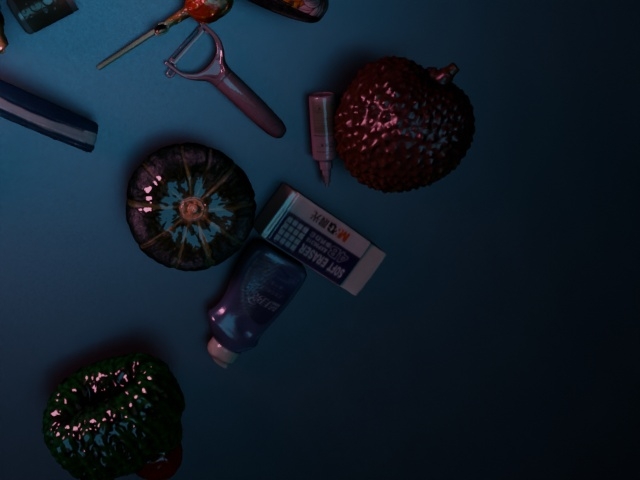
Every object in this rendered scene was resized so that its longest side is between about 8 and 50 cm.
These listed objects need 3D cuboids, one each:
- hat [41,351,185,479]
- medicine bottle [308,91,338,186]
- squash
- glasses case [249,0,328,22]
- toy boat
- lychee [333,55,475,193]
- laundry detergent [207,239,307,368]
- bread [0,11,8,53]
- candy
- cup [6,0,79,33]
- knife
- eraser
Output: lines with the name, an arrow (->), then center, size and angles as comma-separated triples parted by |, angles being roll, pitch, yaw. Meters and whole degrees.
hat -> -0.394, 0.412, 1.530 | 0.274, 0.242, 0.332 | -20, 129, 0
medicine bottle -> 0.009, -0.207, 1.537 | 0.058, 0.057, 0.199 | -10, 113, -18
squash -> -0.254, -0.064, 1.428 | 0.252, 0.165, 0.252 | -2, 98, -13
glasses case -> -0.124, -0.491, 1.328 | 0.321, 0.122, 0.082 | 16, 137, -32
toy boat -> -0.528, -0.235, 1.273 | 0.299, 0.096, 0.061 | 22, 93, -43
lychee -> 0.171, -0.235, 1.480 | 0.276, 0.275, 0.304 | 27, 114, -28
laundry detergent -> -0.156, 0.147, 1.587 | 0.143, 0.094, 0.289 | 28, 98, -31
bread -> -0.617, -0.390, 1.182 | 0.252, 0.133, 0.174 | -4, 122, 4
candy -> -0.291, -0.397, 1.351 | 0.288, 0.078, 0.084 | -30, 95, 2
cup -> -0.484, -0.417, 1.254 | 0.099, 0.074, 0.102 | -32, 118, -7
knife -> -0.169, -0.286, 1.444 | 0.123, 0.053, 0.278 | -46, 118, 6
eraser -> 0.000, 0.000, 1.599 | 0.279, 0.081, 0.124 | 34, 95, -28
